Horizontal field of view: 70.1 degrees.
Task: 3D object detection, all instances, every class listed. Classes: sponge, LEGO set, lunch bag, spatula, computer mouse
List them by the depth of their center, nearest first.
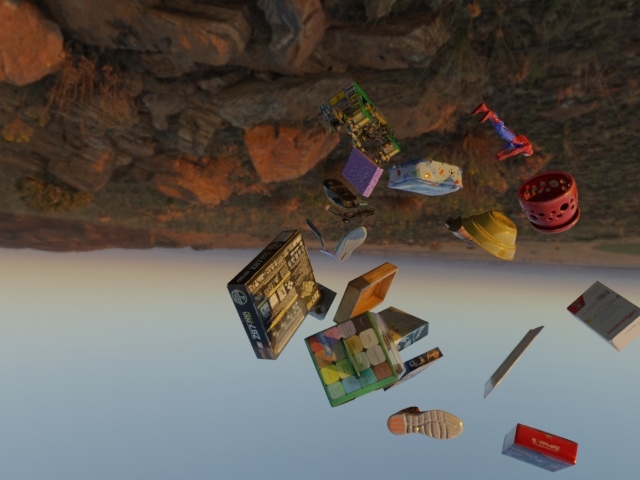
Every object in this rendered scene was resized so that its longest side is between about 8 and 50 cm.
[{"bbox_3d":[0.134,-0.412,1.722,0.192,0.254,0.331,-31,150,24],"label":"LEGO set"},{"bbox_3d":[0.153,-0.261,1.723,0.031,0.117,0.210,15,-156,-32],"label":"sponge"},{"bbox_3d":[0.071,-0.146,1.803,0.184,0.060,0.262,-20,-128,-40],"label":"computer mouse"},{"bbox_3d":[0.450,-0.274,1.998,0.304,0.114,0.243,8,173,-31],"label":"lunch bag"},{"bbox_3d":[0.000,0.000,2.178,0.084,0.030,0.296,17,148,45],"label":"spatula"}]

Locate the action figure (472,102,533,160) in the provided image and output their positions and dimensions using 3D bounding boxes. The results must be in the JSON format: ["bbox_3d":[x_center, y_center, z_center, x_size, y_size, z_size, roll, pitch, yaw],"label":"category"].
[{"bbox_3d":[0.604,-0.335,1.550,0.281,0.091,0.139,23,127,-26],"label":"action figure"}]

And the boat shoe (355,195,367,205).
[{"bbox_3d":[0.157,-0.204,2.211,0.153,0.048,0.056,10,-162,-6],"label":"boat shoe"}]

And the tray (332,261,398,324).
[{"bbox_3d":[0.213,0.237,2.076,0.076,0.202,0.411,30,-157,23],"label":"tray"}]

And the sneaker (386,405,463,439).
[{"bbox_3d":[0.461,0.787,2.012,0.322,0.124,0.180,-1,174,17],"label":"sneaker"}]

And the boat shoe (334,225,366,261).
[{"bbox_3d":[0.143,0.003,2.431,0.109,0.094,0.302,1,146,-28],"label":"boat shoe"}]

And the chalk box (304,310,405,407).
[{"bbox_3d":[0.087,0.291,1.139,0.179,0.180,0.289,-26,164,10],"label":"chalk box"}]

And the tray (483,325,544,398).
[{"bbox_3d":[0.603,0.379,1.443,0.030,0.270,0.145,40,159,25],"label":"tray"}]

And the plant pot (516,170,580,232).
[{"bbox_3d":[0.839,-0.133,1.672,0.191,0.191,0.174,1,133,42],"label":"plant pot"}]

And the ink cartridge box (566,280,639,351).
[{"bbox_3d":[0.846,0.221,1.343,0.072,0.127,0.175,40,-170,-26],"label":"ink cartridge box"}]

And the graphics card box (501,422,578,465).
[{"bbox_3d":[0.930,0.897,1.965,0.233,0.094,0.370,13,154,19],"label":"graphics card box"}]

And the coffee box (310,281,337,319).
[{"bbox_3d":[-0.067,0.254,2.138,0.247,0.141,0.098,28,162,-3],"label":"coffee box"}]

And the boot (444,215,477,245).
[{"bbox_3d":[0.608,-0.031,1.909,0.152,0.073,0.197,40,-168,-4],"label":"boot"}]

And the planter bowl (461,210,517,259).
[{"bbox_3d":[0.606,-0.038,1.574,0.217,0.090,0.217,23,-148,-16],"label":"planter bowl"}]

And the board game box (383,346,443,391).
[{"bbox_3d":[0.348,0.500,1.766,0.165,0.042,0.243,-15,153,-29],"label":"board game box"}]

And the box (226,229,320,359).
[{"bbox_3d":[-0.150,0.187,1.677,0.097,0.318,0.395,-5,-153,30],"label":"box"}]

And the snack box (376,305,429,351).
[{"bbox_3d":[0.230,0.347,1.686,0.322,0.060,0.187,-17,-155,-38],"label":"snack box"}]
